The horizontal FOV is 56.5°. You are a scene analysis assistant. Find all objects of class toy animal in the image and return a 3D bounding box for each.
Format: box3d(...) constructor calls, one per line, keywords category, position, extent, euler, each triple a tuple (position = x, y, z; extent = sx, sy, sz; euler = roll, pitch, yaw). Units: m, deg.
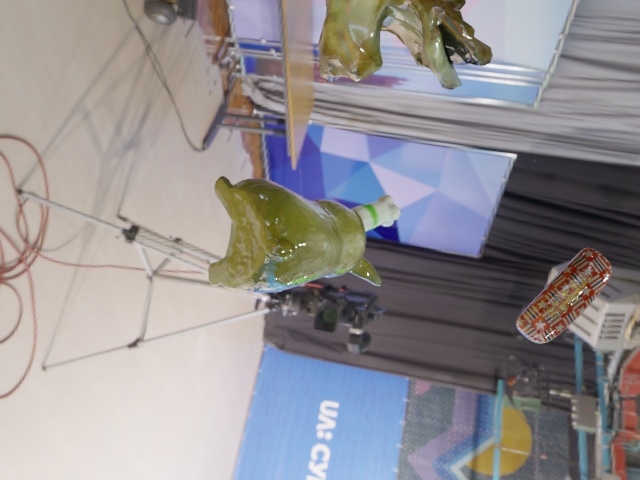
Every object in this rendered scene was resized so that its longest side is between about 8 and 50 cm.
box3d(category="toy animal", position=(-0.019, -0.001, 0.969), extent=(0.363, 0.180, 0.181), euler=(2, 92, -57))

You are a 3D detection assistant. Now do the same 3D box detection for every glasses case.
box3d(category="glasses case", position=(0.423, 0.097, 1.023), extent=(0.194, 0.073, 0.049), euler=(-45, 163, -5))

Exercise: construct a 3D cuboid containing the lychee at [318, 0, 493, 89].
box3d(category="lychee", position=(0.028, -0.270, 0.338), extent=(0.270, 0.269, 0.320), euler=(-70, 154, -50))
